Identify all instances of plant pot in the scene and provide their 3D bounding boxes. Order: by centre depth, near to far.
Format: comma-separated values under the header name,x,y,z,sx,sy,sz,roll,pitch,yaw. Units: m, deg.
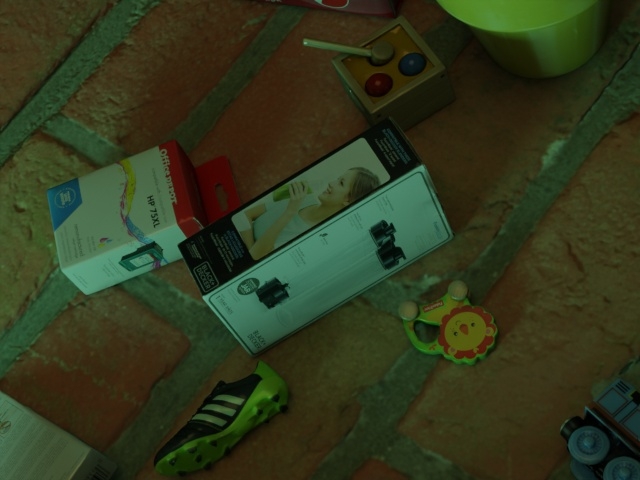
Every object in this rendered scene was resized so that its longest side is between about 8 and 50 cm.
name,x,y,z,sx,sy,sz,roll,pitch,yaw
plant pot,0.255,-0.329,1.531,0.254,0.239,0.254,-8,61,14

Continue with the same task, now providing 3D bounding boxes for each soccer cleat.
name,x,y,z,sx,sy,sz,roll,pitch,yaw
soccer cleat,-0.120,0.209,1.469,0.179,0.060,0.072,-33,47,-9

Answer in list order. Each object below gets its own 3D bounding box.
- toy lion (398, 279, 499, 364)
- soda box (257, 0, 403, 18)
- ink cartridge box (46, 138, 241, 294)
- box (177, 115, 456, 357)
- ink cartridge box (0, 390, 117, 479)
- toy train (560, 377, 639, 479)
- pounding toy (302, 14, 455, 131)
name,x,y,z,sx,sy,sz,roll,pitch,yaw
toy lion,0.151,0.101,1.452,0.100,0.034,0.096,-22,65,6
soda box,-0.010,-0.377,1.738,0.263,0.083,0.092,12,66,25
ink cartridge box,-0.223,-0.038,1.623,0.231,0.078,0.134,-22,58,5
box,0.000,0.000,1.477,0.290,0.169,0.087,-31,55,1
ink cartridge box,-0.374,0.297,1.516,0.232,0.066,0.189,17,67,48
toy train,0.333,0.231,1.291,0.105,0.080,0.184,-39,57,-12
pounding toy,0.074,-0.218,1.611,0.130,0.100,0.141,-32,57,-1
